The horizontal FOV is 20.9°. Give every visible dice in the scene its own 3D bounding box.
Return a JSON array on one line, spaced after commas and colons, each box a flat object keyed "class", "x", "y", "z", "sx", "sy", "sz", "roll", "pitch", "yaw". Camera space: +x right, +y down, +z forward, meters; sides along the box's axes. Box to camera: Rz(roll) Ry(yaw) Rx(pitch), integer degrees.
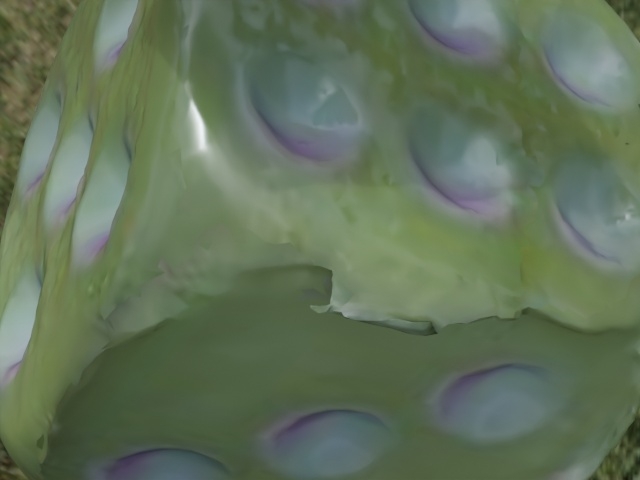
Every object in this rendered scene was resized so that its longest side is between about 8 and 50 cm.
[{"class": "dice", "x": 0.000, "y": 0.000, "z": 0.803, "sx": 0.252, "sy": 0.250, "sz": 0.254, "roll": 16, "pitch": 50, "yaw": -21}]
